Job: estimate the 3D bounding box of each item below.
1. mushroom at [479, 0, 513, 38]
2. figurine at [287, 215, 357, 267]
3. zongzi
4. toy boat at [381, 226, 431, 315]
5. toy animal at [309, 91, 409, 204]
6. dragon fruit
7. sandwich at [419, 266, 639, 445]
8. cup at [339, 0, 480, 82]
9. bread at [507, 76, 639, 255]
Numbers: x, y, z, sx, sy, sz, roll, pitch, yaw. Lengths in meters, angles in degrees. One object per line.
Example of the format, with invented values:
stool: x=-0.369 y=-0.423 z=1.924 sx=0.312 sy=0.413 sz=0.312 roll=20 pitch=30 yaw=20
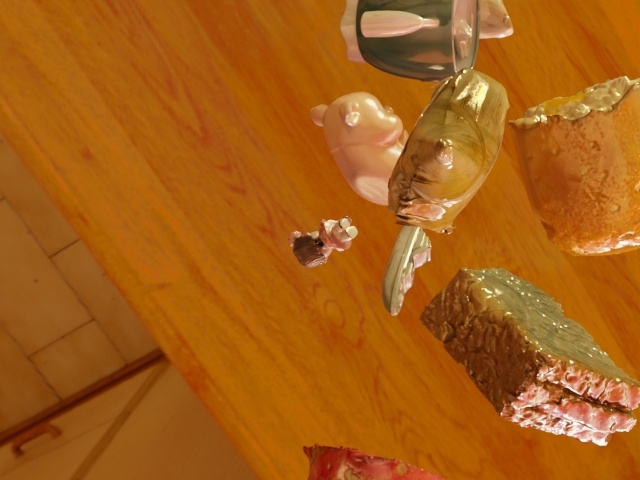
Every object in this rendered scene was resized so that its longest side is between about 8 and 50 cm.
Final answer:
mushroom: x=0.252 y=-0.453 z=1.429 sx=0.247 sy=0.096 sz=0.108 roll=10 pitch=93 yaw=-3
figurine: x=0.000 y=0.000 z=1.213 sx=0.072 sy=0.054 sz=0.129 roll=50 pitch=137 yaw=-9
zongzi: x=0.144 y=-0.118 z=0.771 sx=0.099 sy=0.197 sz=0.194 roll=24 pitch=72 yaw=8
toy boat: x=0.193 y=0.065 z=1.652 sx=0.085 sy=0.260 sz=0.078 roll=6 pitch=136 yaw=20
toy animal: x=0.100 y=-0.174 z=1.423 sx=0.250 sy=0.154 sz=0.166 roll=49 pitch=149 yaw=-20
dragon fruit: x=0.048 y=0.262 z=0.685 sx=0.153 sy=0.153 sz=0.110 roll=17 pitch=70 yaw=4
sandwich: x=0.319 y=0.160 z=1.168 sx=0.262 sy=0.325 sz=0.131 roll=21 pitch=109 yaw=-29
cup: x=0.127 y=-0.309 z=1.059 sx=0.173 sy=0.300 sz=0.167 roll=4 pitch=106 yaw=24
bread: x=0.640 y=-0.162 z=1.687 sx=0.361 sy=0.250 sz=0.394 roll=-14 pitch=92 yaw=27
